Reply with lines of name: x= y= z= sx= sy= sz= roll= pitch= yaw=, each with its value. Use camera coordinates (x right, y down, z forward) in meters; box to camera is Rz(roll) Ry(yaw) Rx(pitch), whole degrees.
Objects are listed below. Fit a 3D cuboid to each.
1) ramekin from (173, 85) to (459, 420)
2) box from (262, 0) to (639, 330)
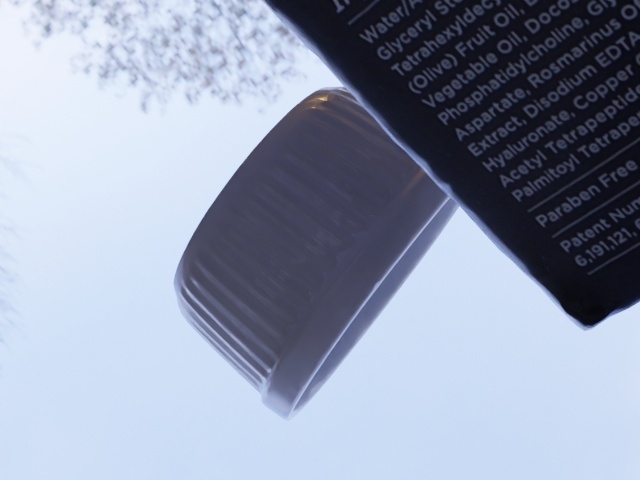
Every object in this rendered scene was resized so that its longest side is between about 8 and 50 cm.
ramekin: x=0.000 y=0.000 z=0.788 sx=0.109 sy=0.207 sz=0.207 roll=37 pitch=-102 yaw=7
box: x=0.067 y=-0.209 z=0.409 sx=0.179 sy=0.312 sz=0.343 roll=-37 pitch=-163 yaw=33
